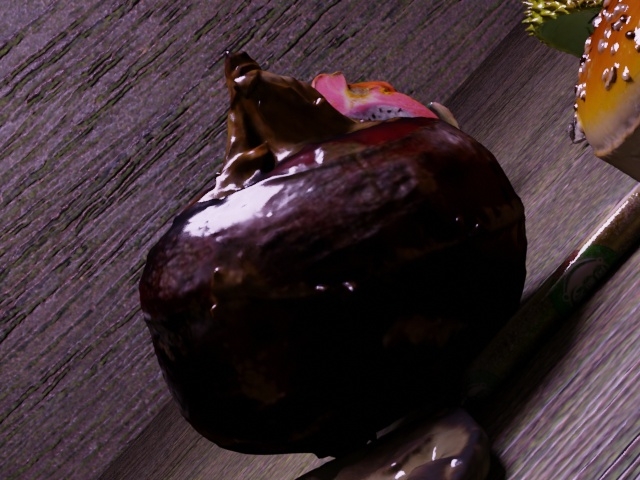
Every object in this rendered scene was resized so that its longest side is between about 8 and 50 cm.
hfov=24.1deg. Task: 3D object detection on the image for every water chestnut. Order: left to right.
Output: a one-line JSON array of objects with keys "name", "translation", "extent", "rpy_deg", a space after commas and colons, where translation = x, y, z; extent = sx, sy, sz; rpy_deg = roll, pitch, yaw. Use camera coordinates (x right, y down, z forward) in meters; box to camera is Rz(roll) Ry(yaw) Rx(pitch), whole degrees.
[{"name": "water chestnut", "translation": [0.000, 0.000, 1.257], "extent": [0.335, 0.347, 0.335], "rpy_deg": [-25, -4, -2]}]

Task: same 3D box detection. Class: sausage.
[{"name": "sausage", "translation": [0.201, 0.033, 1.201], "extent": [0.269, 0.033, 0.033], "rpy_deg": [-47, 6, -1]}]

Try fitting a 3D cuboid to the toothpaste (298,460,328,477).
[{"name": "toothpaste", "translation": [-0.041, 0.271, 1.329], "extent": [0.197, 0.035, 0.057], "rpy_deg": [-52, -8, -34]}]

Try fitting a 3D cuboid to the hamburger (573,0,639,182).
[{"name": "hamburger", "translation": [0.307, -0.162, 1.077], "extent": [0.300, 0.176, 0.300], "rpy_deg": [-48, 5, 6]}]

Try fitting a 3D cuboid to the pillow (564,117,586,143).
[{"name": "pillow", "translation": [0.339, -0.185, 1.592], "extent": [0.119, 0.053, 0.208], "rpy_deg": [-57, 10, -30]}]

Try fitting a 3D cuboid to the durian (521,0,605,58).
[{"name": "durian", "translation": [0.309, -0.232, 1.400], "extent": [0.176, 0.200, 0.237], "rpy_deg": [-53, 15, -9]}]

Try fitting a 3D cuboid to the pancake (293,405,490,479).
[{"name": "pancake", "translation": [-0.005, 0.208, 1.077], "extent": [0.294, 0.049, 0.294], "rpy_deg": [-28, 3, 1]}]

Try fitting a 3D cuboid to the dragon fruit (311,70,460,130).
[{"name": "dragon fruit", "translation": [0.050, -0.062, 1.723], "extent": [0.290, 0.290, 0.189], "rpy_deg": [-50, 2, -32]}]
